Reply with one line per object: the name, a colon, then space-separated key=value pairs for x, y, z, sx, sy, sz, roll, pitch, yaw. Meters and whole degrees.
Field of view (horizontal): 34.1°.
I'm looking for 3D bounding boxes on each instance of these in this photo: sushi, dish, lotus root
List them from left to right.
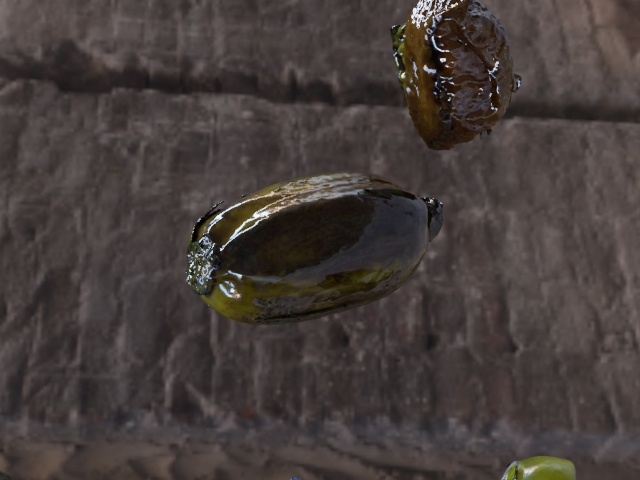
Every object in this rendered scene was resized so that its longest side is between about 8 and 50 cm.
lotus root: x=0.000 y=0.000 z=1.424 sx=0.196 sy=0.398 sz=0.179 roll=53 pitch=140 yaw=37
sushi: x=0.198 y=-0.274 z=1.564 sx=0.179 sy=0.167 sz=0.296 roll=-100 pitch=-6 yaw=-56
dish: x=0.283 y=0.365 z=1.442 sx=0.207 sy=0.080 sz=0.148 roll=-61 pitch=-5 yaw=-56

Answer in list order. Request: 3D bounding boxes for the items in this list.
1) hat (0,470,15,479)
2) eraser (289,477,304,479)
hat: x=-0.467 y=0.482 z=1.641 sx=0.265 sy=0.128 sz=0.265 roll=-16 pitch=-90 yaw=-73
eraser: x=-0.023 y=0.351 z=1.327 sx=0.085 sy=0.027 sz=0.063 roll=41 pitch=104 yaw=49
